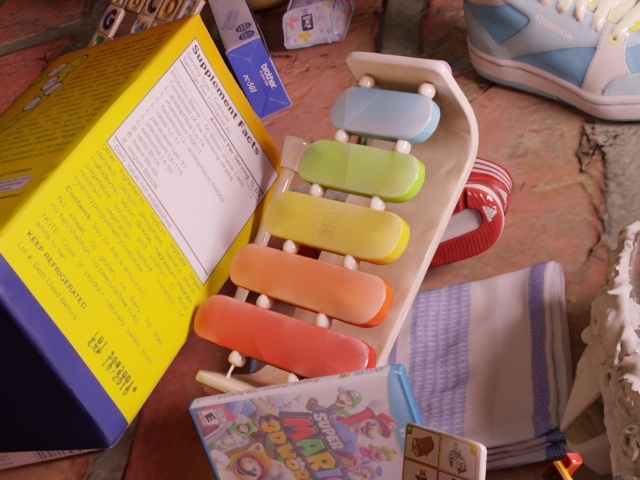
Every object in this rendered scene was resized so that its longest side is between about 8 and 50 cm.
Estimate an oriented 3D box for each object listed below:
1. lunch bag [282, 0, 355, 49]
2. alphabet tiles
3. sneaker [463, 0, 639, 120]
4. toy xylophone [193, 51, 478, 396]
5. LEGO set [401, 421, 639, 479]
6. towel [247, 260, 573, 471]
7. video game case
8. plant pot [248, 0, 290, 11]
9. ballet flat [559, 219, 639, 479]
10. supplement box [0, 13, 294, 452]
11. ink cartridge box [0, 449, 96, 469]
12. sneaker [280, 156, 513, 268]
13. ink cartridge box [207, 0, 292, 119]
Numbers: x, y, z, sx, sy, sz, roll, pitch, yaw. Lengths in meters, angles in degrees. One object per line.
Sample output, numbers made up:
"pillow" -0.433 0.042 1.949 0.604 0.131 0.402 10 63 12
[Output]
"lunch bag" -0.004 -0.266 1.535 0.071 0.053 0.083 -6 49 28
"alphabet tiles" -0.230 -0.219 1.572 0.237 0.009 0.198 26 88 49
"sneaker" 0.243 -0.235 1.208 0.319 0.208 0.127 18 53 44
"toy xylophone" 0.000 0.000 1.053 0.236 0.081 0.322 4 69 45
"LEGO set" 0.133 0.211 0.737 0.060 0.182 0.244 2 1 -33
"towel" 0.064 0.112 1.031 0.285 0.034 0.209 -13 37 18
"video game case" -0.002 0.156 0.941 0.166 0.119 0.015 -12 21 19
"plant pot" -0.084 -0.345 1.637 0.095 0.134 0.134 -36 21 47
"ballet flat" 0.214 0.143 0.822 0.147 0.147 0.409 -14 37 17
"supplement box" -0.209 -0.009 1.121 0.195 0.194 0.356 -9 34 36
"ink cartridge box" -0.274 0.127 1.207 0.206 0.045 0.208 -14 35 15
"sneaker" 0.078 -0.011 1.165 0.221 0.087 0.128 -13 15 27
"ink cartridge box" -0.089 -0.234 1.507 0.046 0.097 0.207 -24 36 2
